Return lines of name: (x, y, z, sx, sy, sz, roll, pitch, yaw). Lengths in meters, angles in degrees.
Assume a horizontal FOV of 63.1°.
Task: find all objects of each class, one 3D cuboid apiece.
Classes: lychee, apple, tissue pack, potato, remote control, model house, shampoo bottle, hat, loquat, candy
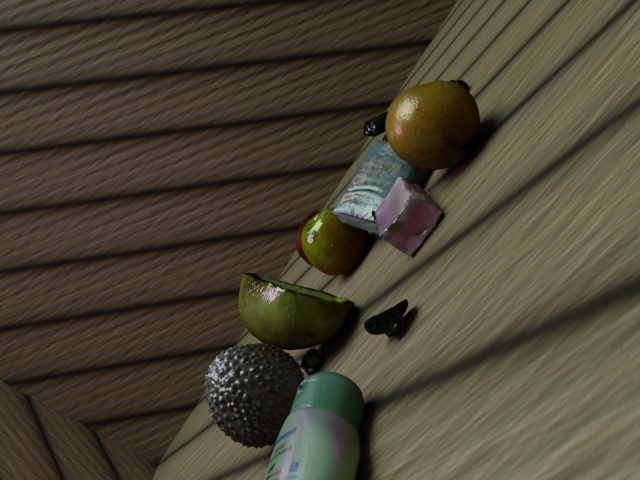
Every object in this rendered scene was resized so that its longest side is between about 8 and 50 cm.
lychee: (-0.180, 0.422, 1.460, 0.300, 0.300, 0.300, -55, 9, 13)
apple: (0.048, -0.004, 1.890, 0.246, 0.226, 0.246, -53, 9, 12)
tissue pack: (0.208, -0.181, 1.717, 0.228, 0.103, 0.315, 19, 72, 42)
apple: (-0.001, 0.001, 2.212, 0.234, 0.234, 0.234, -55, 9, 13)
potato: (-0.073, 0.239, 1.531, 0.280, 0.330, 0.212, -174, 99, -73)
remote control: (0.338, -0.481, 1.873, 0.399, 0.062, 0.144, -27, 18, -7)
model house: (-0.022, 0.360, 1.573, 0.058, 0.057, 0.083, -32, -28, -34)
shampoo bottle: (-0.010, 0.404, 0.982, 0.222, 0.151, 0.349, -53, 8, 39)
hat: (0.155, 0.182, 1.149, 0.121, 0.121, 0.050, -53, 51, 29)
loquat: (0.311, -0.323, 1.452, 0.263, 0.263, 0.263, -55, 9, 13)
candy: (0.235, -0.075, 1.454, 0.155, 0.116, 0.265, -54, 9, 14)

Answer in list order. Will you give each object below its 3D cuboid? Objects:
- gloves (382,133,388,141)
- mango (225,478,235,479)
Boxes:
gloves: (0.309, -0.357, 1.935, 0.203, 0.155, 0.356, -56, 4, -16)
mango: (-0.263, 0.738, 1.341, 0.233, 0.111, 0.125, -63, 5, -25)
